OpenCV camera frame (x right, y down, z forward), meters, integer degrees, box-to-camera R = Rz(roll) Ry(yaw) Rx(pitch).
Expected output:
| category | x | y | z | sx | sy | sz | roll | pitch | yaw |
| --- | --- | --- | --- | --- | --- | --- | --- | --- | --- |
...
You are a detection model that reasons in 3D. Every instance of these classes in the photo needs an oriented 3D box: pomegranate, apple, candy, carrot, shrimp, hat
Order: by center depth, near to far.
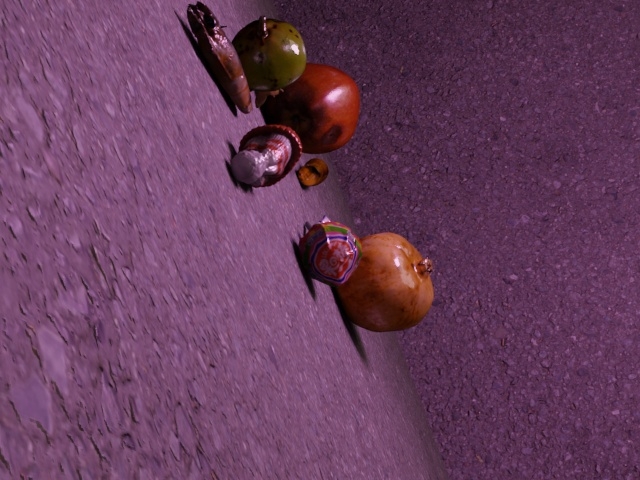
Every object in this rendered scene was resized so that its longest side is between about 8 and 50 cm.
| category | x | y | z | sx | sy | sz | roll | pitch | yaw |
| --- | --- | --- | --- | --- | --- | --- | --- | --- | --- |
| hat | -0.093 | -0.121 | 1.422 | 0.094 | 0.112 | 0.162 | 40 | 21 | -7 |
| shrimp | -0.180 | -0.339 | 1.585 | 0.169 | 0.058 | 0.296 | 63 | -1 | 31 |
| candy | 0.000 | 0.000 | 1.855 | 0.365 | 0.124 | 0.124 | -124 | -169 | -77 |
| pomegranate | -0.111 | -0.368 | 1.866 | 0.220 | 0.156 | 0.156 | 155 | -86 | -78 |
| pomegranate | 0.149 | 0.096 | 2.106 | 0.248 | 0.248 | 0.248 | -22 | 90 | -84 |
| apple | -0.026 | -0.305 | 2.138 | 0.230 | 0.230 | 0.229 | -22 | 90 | -84 |
| carrot | -0.020 | -0.178 | 2.396 | 0.260 | 0.070 | 0.070 | -54 | 122 | -81 |
